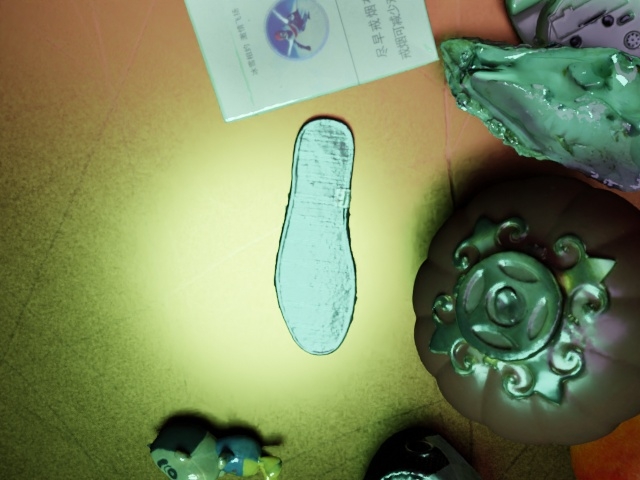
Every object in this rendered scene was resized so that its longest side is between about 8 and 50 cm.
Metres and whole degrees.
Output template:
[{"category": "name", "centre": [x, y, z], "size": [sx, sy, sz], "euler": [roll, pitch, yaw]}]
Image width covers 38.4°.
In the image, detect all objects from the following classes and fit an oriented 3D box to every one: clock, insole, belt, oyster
[{"category": "clock", "centre": [0.312, -0.237, 1.042], "size": [0.151, 0.062, 0.191], "euler": [-29, 105, 10]}, {"category": "insole", "centre": [0.000, 0.000, 1.148], "size": [0.110, 0.012, 0.310], "euler": [6, 108, 1]}, {"category": "belt", "centre": [0.129, 0.403, 1.191], "size": [0.184, 0.164, 0.289], "euler": [1, 105, 7]}, {"category": "oyster", "centre": [0.268, -0.139, 1.007], "size": [0.252, 0.087, 0.199], "euler": [-7, 115, 15]}]

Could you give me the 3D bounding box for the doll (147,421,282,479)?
[{"category": "doll", "centre": [-0.141, 0.291, 1.207], "size": [0.179, 0.102, 0.089], "euler": [15, 64, 0]}]

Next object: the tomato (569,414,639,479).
[{"category": "tomato", "centre": [0.440, 0.260, 1.119], "size": [0.259, 0.180, 0.260], "euler": [8, 126, 12]}]

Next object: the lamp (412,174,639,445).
[{"category": "lamp", "centre": [0.250, 0.077, 1.032], "size": [0.303, 0.257, 0.303], "euler": [-4, 82, 32]}]

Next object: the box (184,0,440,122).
[{"category": "box", "centre": [-0.010, -0.248, 1.042], "size": [0.256, 0.069, 0.164], "euler": [-16, 106, 5]}]
